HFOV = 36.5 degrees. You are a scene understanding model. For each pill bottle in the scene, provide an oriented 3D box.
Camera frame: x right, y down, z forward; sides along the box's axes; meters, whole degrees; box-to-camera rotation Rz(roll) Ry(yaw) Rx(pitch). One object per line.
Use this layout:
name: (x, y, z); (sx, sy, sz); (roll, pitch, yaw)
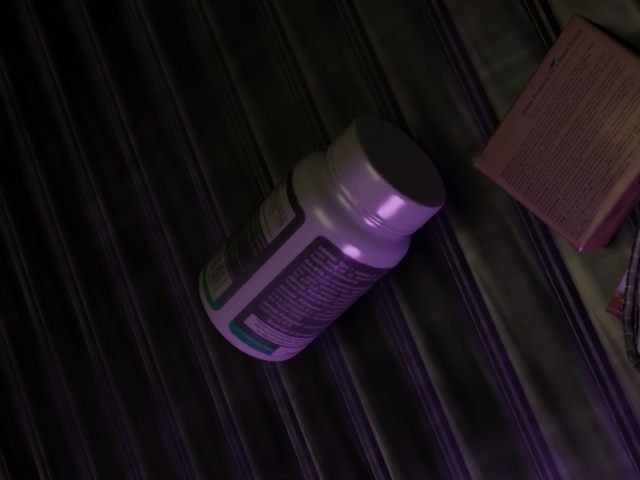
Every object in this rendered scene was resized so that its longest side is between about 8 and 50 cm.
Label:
pill bottle: (0.000, 0.000, 1.416); (0.361, 0.204, 0.204); (-44, 68, 30)

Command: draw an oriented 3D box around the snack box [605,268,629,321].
snack box: (0.447, 0.106, 1.207); (0.178, 0.022, 0.064); (33, 110, 30)

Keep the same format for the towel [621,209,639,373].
towel: (0.443, 0.012, 1.059); (0.121, 0.235, 0.284); (2, 86, 54)

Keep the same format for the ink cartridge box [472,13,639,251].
ink cartridge box: (0.340, -0.134, 1.231); (0.193, 0.088, 0.235); (45, 118, 27)
